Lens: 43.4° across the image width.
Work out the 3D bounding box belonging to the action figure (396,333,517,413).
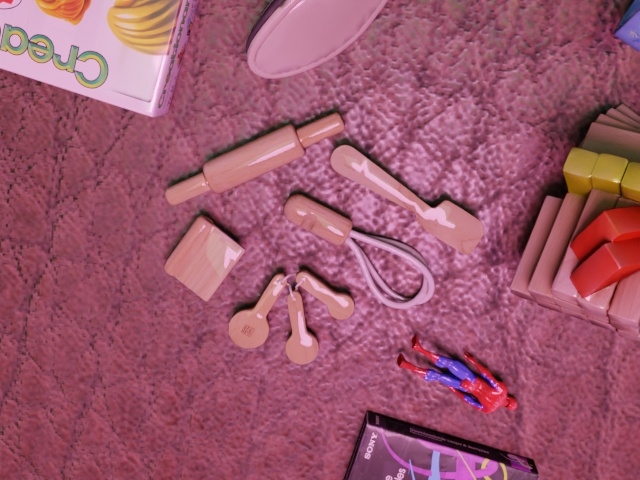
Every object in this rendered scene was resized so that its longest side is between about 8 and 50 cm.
[{"bbox_3d":[0.124,0.120,0.704,0.115,0.030,0.038,30,108,-9],"label":"action figure"}]

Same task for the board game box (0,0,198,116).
[{"bbox_3d":[-0.245,-0.236,0.630,0.305,0.053,0.192,17,104,-1],"label":"board game box"}]

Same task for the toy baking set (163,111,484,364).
[{"bbox_3d":[-0.004,-0.005,0.685,0.256,0.030,0.196,-27,103,9],"label":"toy baking set"}]

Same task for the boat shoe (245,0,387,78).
[{"bbox_3d":[0.016,-0.212,0.628,0.206,0.075,0.065,-41,55,16],"label":"boat shoe"}]

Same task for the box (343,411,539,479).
[{"bbox_3d":[0.101,0.233,0.731,0.162,0.029,0.116,17,103,1],"label":"box"}]

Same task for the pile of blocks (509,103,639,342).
[{"bbox_3d":[0.277,-0.086,0.575,0.362,0.112,0.149,-44,61,2],"label":"pile of blocks"}]

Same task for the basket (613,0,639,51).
[{"bbox_3d":[0.302,-0.265,0.490,0.201,0.255,0.289,38,93,1],"label":"basket"}]
